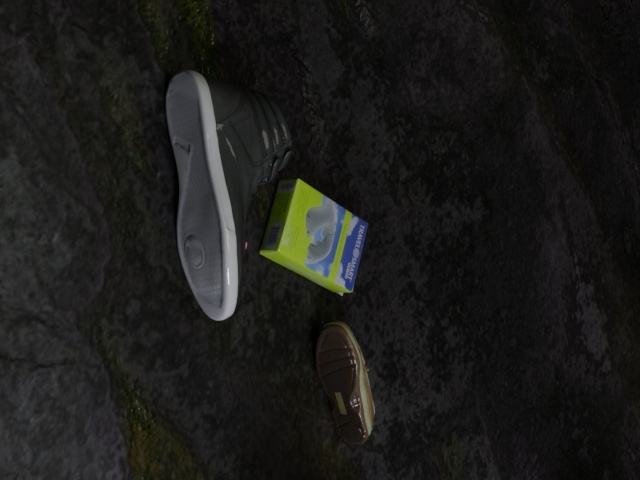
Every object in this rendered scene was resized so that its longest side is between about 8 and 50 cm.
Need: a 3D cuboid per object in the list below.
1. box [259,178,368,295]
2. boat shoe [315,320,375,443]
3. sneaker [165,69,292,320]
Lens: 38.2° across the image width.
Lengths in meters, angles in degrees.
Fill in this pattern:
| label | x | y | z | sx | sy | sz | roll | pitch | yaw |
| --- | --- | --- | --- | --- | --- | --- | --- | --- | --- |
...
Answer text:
| label | x | y | z | sx | sy | sz | roll | pitch | yaw |
| --- | --- | --- | --- | --- | --- | --- | --- | --- | --- |
| box | 0.000 | 0.000 | 1.273 | 0.178 | 0.042 | 0.109 | 30 | 68 | -43 |
| boat shoe | 0.040 | 0.191 | 1.307 | 0.072 | 0.068 | 0.190 | -44 | 131 | -53 |
| sneaker | -0.095 | -0.057 | 1.118 | 0.147 | 0.104 | 0.296 | -6 | 89 | -43 |
